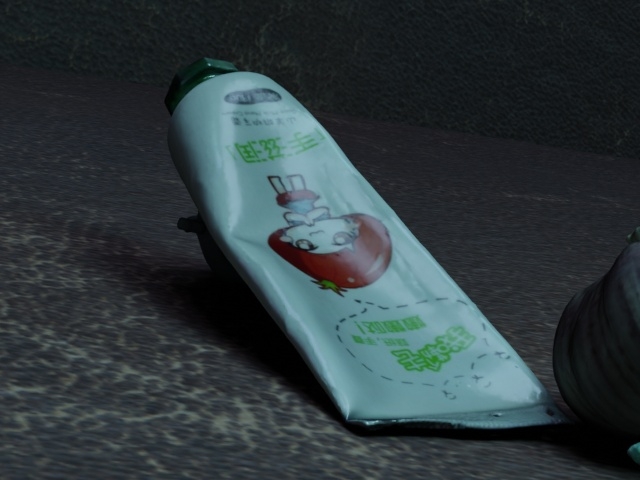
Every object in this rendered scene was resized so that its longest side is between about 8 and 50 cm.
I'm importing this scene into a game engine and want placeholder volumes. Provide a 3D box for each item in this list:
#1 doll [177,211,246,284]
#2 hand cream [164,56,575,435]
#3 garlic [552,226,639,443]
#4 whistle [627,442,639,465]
[{"bbox_3d":[-0.009,0.006,0.999,0.194,0.062,0.104,14,23,-38],"label":"doll"},{"bbox_3d":[0.000,0.000,0.862,0.121,0.076,0.336,-4,35,-29],"label":"hand cream"},{"bbox_3d":[0.181,0.038,0.781,0.102,0.147,0.159,57,8,15],"label":"garlic"},{"bbox_3d":[0.199,0.100,0.746,0.039,0.039,0.186,18,11,36],"label":"whistle"}]
